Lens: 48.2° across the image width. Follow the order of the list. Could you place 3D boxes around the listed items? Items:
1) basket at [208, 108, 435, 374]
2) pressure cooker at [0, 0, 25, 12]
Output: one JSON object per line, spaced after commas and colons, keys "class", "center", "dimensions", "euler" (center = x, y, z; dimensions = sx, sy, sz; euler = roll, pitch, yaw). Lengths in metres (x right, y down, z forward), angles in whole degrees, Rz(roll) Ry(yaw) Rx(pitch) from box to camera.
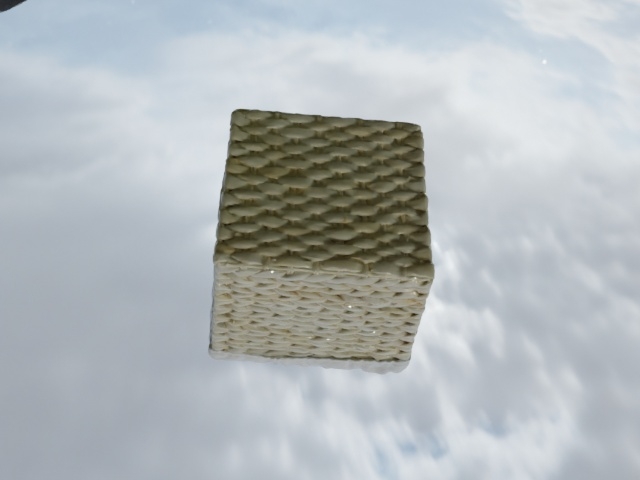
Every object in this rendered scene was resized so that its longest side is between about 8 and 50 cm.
{"class": "basket", "center": [0.000, 0.000, 1.124], "dimensions": [0.331, 0.266, 0.329], "euler": [5, -126, -5]}
{"class": "pressure cooker", "center": [-0.601, -0.589, 1.057], "dimensions": [0.420, 0.375, 0.370], "euler": [44, -154, 7]}
